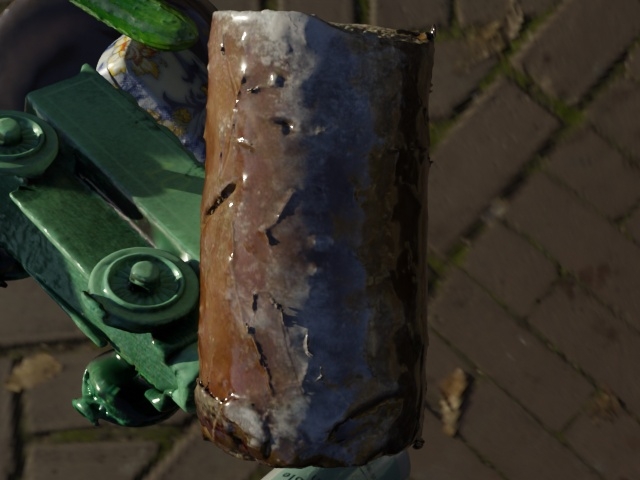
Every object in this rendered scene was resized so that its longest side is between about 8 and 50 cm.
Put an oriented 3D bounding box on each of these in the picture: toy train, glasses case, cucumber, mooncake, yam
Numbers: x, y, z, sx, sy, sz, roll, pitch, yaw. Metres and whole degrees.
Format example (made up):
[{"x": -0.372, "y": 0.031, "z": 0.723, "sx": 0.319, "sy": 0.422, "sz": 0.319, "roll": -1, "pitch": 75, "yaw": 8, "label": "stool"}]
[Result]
[{"x": -0.076, "y": 0.000, "z": 0.656, "sx": 0.099, "sy": 0.070, "sz": 0.172, "roll": -24, "pitch": 51, "yaw": -33, "label": "toy train"}, {"x": -0.071, "y": -0.051, "z": 1.248, "sx": 0.065, "sy": 0.087, "sz": 0.248, "roll": -26, "pitch": 110, "yaw": 33, "label": "glasses case"}, {"x": -0.142, "y": -0.164, "z": 1.150, "sx": 0.155, "sy": 0.037, "sz": 0.037, "roll": 34, "pitch": 88, "yaw": 23, "label": "cucumber"}, {"x": -0.177, "y": -0.110, "z": 1.434, "sx": 0.244, "sy": 0.133, "sz": 0.245, "roll": 1, "pitch": 99, "yaw": 7, "label": "mooncake"}, {"x": -0.001, "y": 0.000, "z": 0.532, "sx": 0.079, "sy": 0.079, "sz": 0.141, "roll": 4, "pitch": 97, "yaw": 16, "label": "yam"}]

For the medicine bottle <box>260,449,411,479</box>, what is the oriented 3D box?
[{"x": -0.040, "y": 0.299, "z": 1.748, "sx": 0.110, "sy": 0.352, "sz": 0.110, "roll": 17, "pitch": 123, "yaw": 29, "label": "medicine bottle"}]
